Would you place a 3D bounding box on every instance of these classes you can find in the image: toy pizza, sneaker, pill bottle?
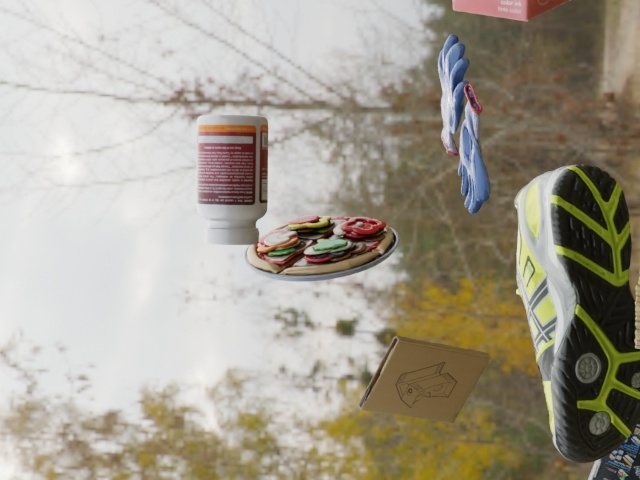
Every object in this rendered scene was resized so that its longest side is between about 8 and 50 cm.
[{"bbox_3d":[0.000,0.000,1.419,0.201,0.201,0.032,-62,-32,-65],"label":"toy pizza"},{"bbox_3d":[0.335,0.095,1.458,0.147,0.145,0.385,-179,87,-70],"label":"sneaker"},{"bbox_3d":[-0.105,-0.072,1.321,0.086,0.086,0.152,-15,-73,-78],"label":"pill bottle"}]

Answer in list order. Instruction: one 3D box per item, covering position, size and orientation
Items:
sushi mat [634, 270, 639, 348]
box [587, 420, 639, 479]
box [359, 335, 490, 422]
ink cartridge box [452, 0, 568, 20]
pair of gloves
[{"bbox_3d":[0.408,0.041,0.861,0.019,0.316,0.151,-75,-14,-45],"label":"sushi mat"},{"bbox_3d":[0.576,0.380,1.850,0.051,0.220,0.175,-14,-56,-77],"label":"box"},{"bbox_3d":[0.191,0.258,2.034,0.164,0.201,0.021,-65,29,25],"label":"box"},{"bbox_3d":[0.148,-0.267,0.778,0.115,0.067,0.198,-32,-53,-42],"label":"ink cartridge box"},{"bbox_3d":[0.165,-0.131,1.273,0.198,0.023,0.159,-103,6,-46],"label":"pair of gloves"}]
